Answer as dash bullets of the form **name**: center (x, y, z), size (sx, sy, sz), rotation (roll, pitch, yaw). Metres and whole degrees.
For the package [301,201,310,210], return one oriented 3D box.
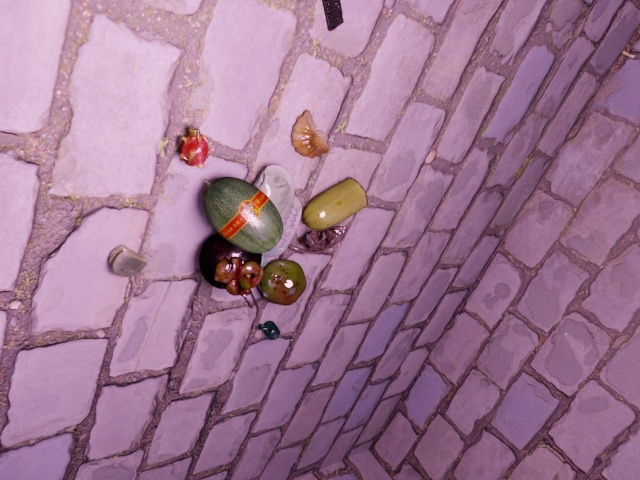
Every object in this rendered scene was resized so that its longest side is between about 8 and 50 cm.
- **package**: center (-0.078, -0.118, 1.792), size (0.110, 0.015, 0.037), rotation (-13, 126, -38)

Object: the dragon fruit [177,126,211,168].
- **dragon fruit**: center (-0.346, -0.257, 1.360), size (0.086, 0.081, 0.116), rotation (2, 123, -32)

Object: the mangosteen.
- **mangosteen**: center (-0.276, 0.082, 1.595), size (0.211, 0.250, 0.211), rotation (-24, 143, -20)

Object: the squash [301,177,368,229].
- **squash**: center (0.042, -0.118, 1.802), size (0.247, 0.132, 0.133), rotation (-33, 141, -23)

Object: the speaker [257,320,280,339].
- **speaker**: center (-0.215, 0.366, 2.053), size (0.060, 0.075, 0.094), rotation (-44, 133, -3)

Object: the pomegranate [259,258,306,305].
- **pomegranate**: center (-0.132, 0.163, 1.879), size (0.181, 0.181, 0.224), rotation (-47, 158, 1)

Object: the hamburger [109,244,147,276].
- **hamburger**: center (-0.574, 0.071, 1.463), size (0.084, 0.054, 0.121), rotation (-48, 150, -1)

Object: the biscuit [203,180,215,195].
- **biscuit**: center (-0.323, -0.148, 1.531), size (0.091, 0.015, 0.078), rotation (12, 116, -48)

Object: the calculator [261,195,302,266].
- **calculator**: center (-0.170, -0.036, 1.745), size (0.184, 0.042, 0.295), rotation (17, 109, -41)

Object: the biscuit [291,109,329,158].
- **biscuit**: center (-0.031, -0.326, 1.613), size (0.118, 0.061, 0.183), rotation (-44, 143, 0)

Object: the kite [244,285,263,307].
- **kite**: center (-0.268, 0.181, 1.883), size (0.127, 0.016, 0.229), rotation (-34, 141, -11)

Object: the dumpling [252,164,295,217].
- **dumpling**: center (-0.164, -0.152, 1.617), size (0.152, 0.107, 0.219), rotation (-40, 149, -53)

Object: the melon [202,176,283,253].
- **melon**: center (-0.239, -0.082, 1.479), size (0.287, 0.182, 0.182), rotation (39, 95, -12)

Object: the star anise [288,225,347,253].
- **star anise**: center (0.000, 0.000, 1.857), size (0.231, 0.089, 0.209), rotation (-24, 167, 38)

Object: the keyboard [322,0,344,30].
- **keyboard**: center (0.028, -0.687, 1.377), size (0.060, 0.018, 0.196), rotation (-38, 142, -15)
